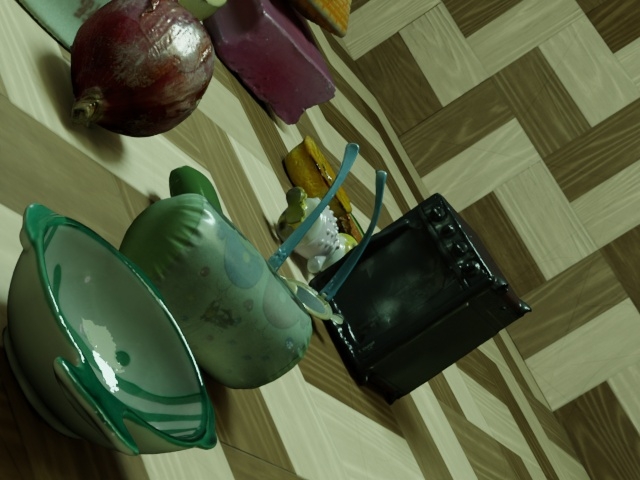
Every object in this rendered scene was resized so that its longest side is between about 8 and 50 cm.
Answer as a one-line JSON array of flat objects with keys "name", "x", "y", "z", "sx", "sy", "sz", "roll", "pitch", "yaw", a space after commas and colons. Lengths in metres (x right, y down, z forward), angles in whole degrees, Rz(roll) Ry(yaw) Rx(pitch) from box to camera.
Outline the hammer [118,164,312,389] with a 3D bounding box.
[{"name": "hammer", "x": -0.123, "y": 0.004, "z": 1.327, "sx": 0.206, "sy": 0.119, "sz": 0.335, "roll": 52, "pitch": 6, "yaw": -28}]

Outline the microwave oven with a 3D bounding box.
[{"name": "microwave oven", "x": 0.137, "y": 0.082, "z": 1.850, "sx": 0.178, "sy": 0.247, "sz": 0.188, "roll": 60, "pitch": 10, "yaw": 28}]

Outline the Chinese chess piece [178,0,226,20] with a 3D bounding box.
[{"name": "Chinese chess piece", "x": -0.227, "y": -0.450, "z": 1.937, "sx": 0.273, "sy": 0.102, "sz": 0.273, "roll": -14, "pitch": 90, "yaw": -70}]

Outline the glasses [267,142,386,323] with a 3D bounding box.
[{"name": "glasses", "x": -0.001, "y": -0.014, "z": 1.698, "sx": 0.088, "sy": 0.220, "sz": 0.190, "roll": 19, "pitch": -6, "yaw": 27}]

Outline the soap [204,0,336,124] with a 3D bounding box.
[{"name": "soap", "x": -0.119, "y": -0.403, "z": 2.399, "sx": 0.233, "sy": 0.128, "sz": 0.359, "roll": 44, "pitch": 17, "yaw": -41}]

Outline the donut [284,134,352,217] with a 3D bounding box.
[{"name": "donut", "x": -0.006, "y": -0.101, "z": 2.216, "sx": 0.152, "sy": 0.058, "sz": 0.152, "roll": 55, "pitch": 12, "yaw": -17}]

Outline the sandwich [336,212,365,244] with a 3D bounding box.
[{"name": "sandwich", "x": 0.052, "y": -0.014, "z": 2.298, "sx": 0.067, "sy": 0.029, "sz": 0.135, "roll": 37, "pitch": 23, "yaw": -46}]

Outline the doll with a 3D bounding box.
[{"name": "doll", "x": 0.000, "y": 0.000, "z": 1.908, "sx": 0.207, "sy": 0.081, "sz": 0.129, "roll": 47, "pitch": 34, "yaw": -50}]

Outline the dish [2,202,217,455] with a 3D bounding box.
[{"name": "dish", "x": -0.169, "y": 0.087, "z": 0.939, "sx": 0.224, "sy": 0.078, "sz": 0.246, "roll": 54, "pitch": 11, "yaw": -14}]

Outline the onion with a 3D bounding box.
[{"name": "onion", "x": -0.203, "y": -0.173, "z": 1.389, "sx": 0.159, "sy": 0.159, "sz": 0.195, "roll": 54, "pitch": 39, "yaw": -17}]

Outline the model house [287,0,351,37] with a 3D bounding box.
[{"name": "model house", "x": 0.016, "y": -0.513, "z": 2.375, "sx": 0.202, "sy": 0.237, "sz": 0.237, "roll": 47, "pitch": 18, "yaw": -50}]

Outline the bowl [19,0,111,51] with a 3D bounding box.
[{"name": "bowl", "x": -0.286, "y": -0.428, "z": 1.571, "sx": 0.435, "sy": 0.196, "sz": 0.435, "roll": 54, "pitch": 12, "yaw": -17}]
